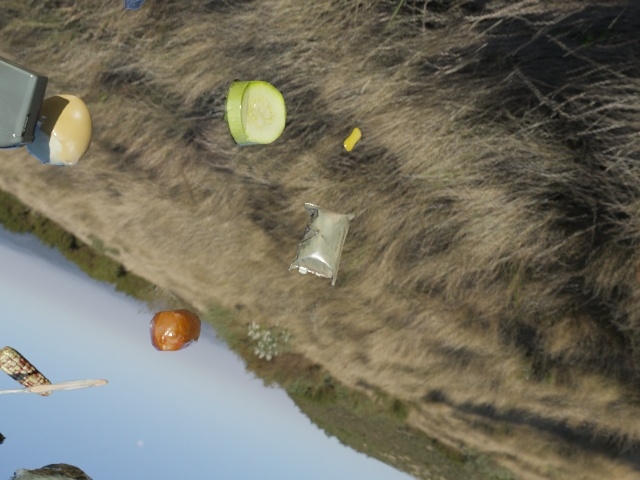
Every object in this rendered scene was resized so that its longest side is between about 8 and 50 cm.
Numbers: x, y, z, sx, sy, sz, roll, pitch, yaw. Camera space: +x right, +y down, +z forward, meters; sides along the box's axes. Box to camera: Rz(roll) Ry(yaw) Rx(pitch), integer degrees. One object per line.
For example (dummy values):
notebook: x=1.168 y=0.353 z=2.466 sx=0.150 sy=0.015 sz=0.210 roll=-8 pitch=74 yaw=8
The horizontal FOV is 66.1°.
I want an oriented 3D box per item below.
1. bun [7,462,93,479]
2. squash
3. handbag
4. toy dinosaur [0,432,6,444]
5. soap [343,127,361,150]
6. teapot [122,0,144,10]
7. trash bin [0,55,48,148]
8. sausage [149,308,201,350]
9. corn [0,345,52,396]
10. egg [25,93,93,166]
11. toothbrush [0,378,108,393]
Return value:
bun: x=-0.650 y=0.625 z=1.053 sx=0.211 sy=0.362 sz=0.362 roll=52 pitch=175 yaw=23
squash: x=-0.218 y=-0.410 z=1.591 sx=0.133 sy=0.220 sz=0.220 roll=6 pitch=157 yaw=22
handbag: x=0.000 y=0.000 z=1.621 sx=0.183 sy=0.270 sz=0.117 roll=18 pitch=158 yaw=-4
toy dinosaur: x=-1.087 y=0.732 z=1.661 sx=0.178 sy=0.087 sz=0.187 roll=56 pitch=-167 yaw=-23
soap: x=0.091 y=-0.286 z=1.392 sx=0.012 sy=0.089 sz=0.034 roll=-6 pitch=129 yaw=46
teapot: x=-0.471 y=-0.686 z=1.294 sx=0.159 sy=0.116 sz=0.246 roll=-13 pitch=-163 yaw=-36
trash bin: x=-0.865 y=-0.369 z=1.342 sx=0.177 sy=0.236 sz=0.101 roll=24 pitch=-168 yaw=-7
sausage: x=-0.514 y=0.317 z=1.745 sx=0.153 sy=0.140 sz=0.268 roll=-7 pitch=173 yaw=0
corn: x=-1.045 y=0.467 z=1.740 sx=0.080 sy=0.079 sz=0.237 roll=7 pitch=139 yaw=49
egg: x=-0.851 y=-0.361 z=1.609 sx=0.201 sy=0.244 sz=0.201 roll=22 pitch=169 yaw=4
toothbrush: x=-0.857 y=0.458 z=1.521 sx=0.376 sy=0.028 sz=0.037 roll=-4 pitch=150 yaw=-11
